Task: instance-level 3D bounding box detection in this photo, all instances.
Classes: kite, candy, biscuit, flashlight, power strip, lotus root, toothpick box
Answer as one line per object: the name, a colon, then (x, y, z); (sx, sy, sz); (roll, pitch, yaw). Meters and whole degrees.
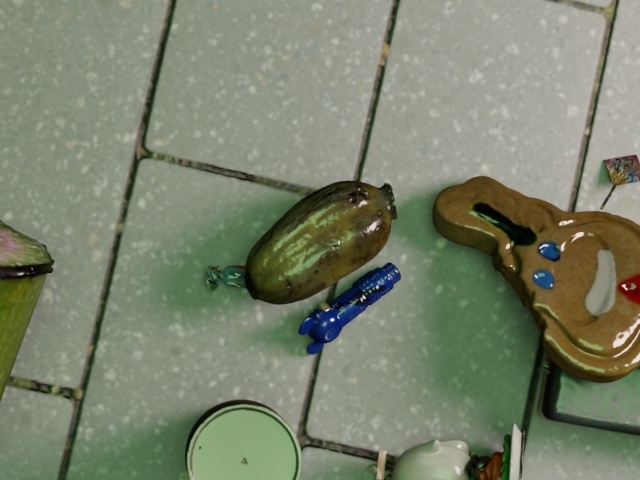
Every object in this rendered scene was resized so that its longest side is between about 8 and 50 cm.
kite: (0.308, -0.059, 1.928); (0.044, 0.002, 0.078); (7, 54, 6)
candy: (-0.074, 0.039, 1.893); (0.083, 0.020, 0.030); (4, 86, -7)
biscuit: (0.255, 0.036, 1.873); (0.320, 0.047, 0.183); (37, 55, 15)
flashlight: (0.027, 0.063, 1.895); (0.121, 0.057, 0.035); (-38, 52, -12)
power strip: (0.342, 0.146, 1.902); (0.257, 0.070, 0.105); (10, 81, -6)
lotus root: (0.000, 0.000, 1.871); (0.179, 0.080, 0.089); (-33, 78, -11)
toothpick box: (-0.074, 0.207, 1.802); (0.111, 0.180, 0.111); (0, 85, -4)

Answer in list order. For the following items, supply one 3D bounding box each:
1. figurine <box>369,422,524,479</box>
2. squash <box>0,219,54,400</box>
figurine: (0.120, 0.239, 1.855); (0.154, 0.132, 0.132); (3, 86, 7)
squash: (-0.437, 0.109, 1.750); (0.310, 0.310, 0.309); (20, 99, -4)
